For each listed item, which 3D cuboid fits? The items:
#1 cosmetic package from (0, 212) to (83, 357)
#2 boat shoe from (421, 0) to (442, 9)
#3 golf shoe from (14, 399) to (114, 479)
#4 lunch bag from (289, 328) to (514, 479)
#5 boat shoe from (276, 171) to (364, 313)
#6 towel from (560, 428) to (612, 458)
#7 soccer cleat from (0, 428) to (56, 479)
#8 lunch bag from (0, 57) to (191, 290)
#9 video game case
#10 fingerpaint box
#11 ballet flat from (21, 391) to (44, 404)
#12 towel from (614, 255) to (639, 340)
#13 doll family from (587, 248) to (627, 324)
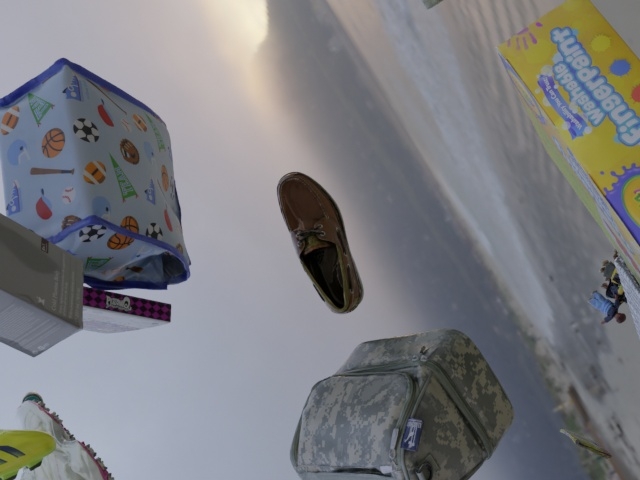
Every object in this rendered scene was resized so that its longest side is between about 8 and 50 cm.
[{"bbox_3d":[-0.428,0.041,1.196,0.238,0.107,0.127,39,-150,-44],"label":"cosmetic package"},{"bbox_3d":[0.134,-0.544,1.630,0.302,0.094,0.109,52,-169,1],"label":"boat shoe"},{"bbox_3d":[-0.478,0.382,1.609,0.306,0.140,0.115,25,149,46],"label":"golf shoe"},{"bbox_3d":[0.118,0.297,1.474,0.256,0.305,0.212,-44,-72,-36],"label":"lunch bag"},{"bbox_3d":[0.000,0.000,1.843,0.307,0.111,0.104,62,-167,3],"label":"boat shoe"},{"bbox_3d":[0.394,0.302,1.383,0.060,0.009,0.083,23,-179,-4],"label":"towel"},{"bbox_3d":[-0.528,0.297,1.319,0.093,0.289,0.121,155,105,-82],"label":"soccer cleat"},{"bbox_3d":[-0.392,-0.092,1.696,0.385,0.239,0.327,21,-128,-60],"label":"lunch bag"},{"bbox_3d":[-0.420,0.123,1.652,0.232,0.210,0.041,17,-111,-42],"label":"video game case"},{"bbox_3d":[0.487,-0.102,1.428,0.371,0.163,0.444,41,-160,-56],"label":"fingerpaint box"},{"bbox_3d":[-0.560,0.385,1.872,0.052,0.057,0.168,165,92,-76],"label":"ballet flat"},{"bbox_3d":[0.699,0.166,1.807,0.283,0.121,0.235,-97,-16,-64],"label":"towel"},{"bbox_3d":[0.720,0.115,2.237,0.111,0.076,0.193,41,132,45],"label":"doll family"}]
